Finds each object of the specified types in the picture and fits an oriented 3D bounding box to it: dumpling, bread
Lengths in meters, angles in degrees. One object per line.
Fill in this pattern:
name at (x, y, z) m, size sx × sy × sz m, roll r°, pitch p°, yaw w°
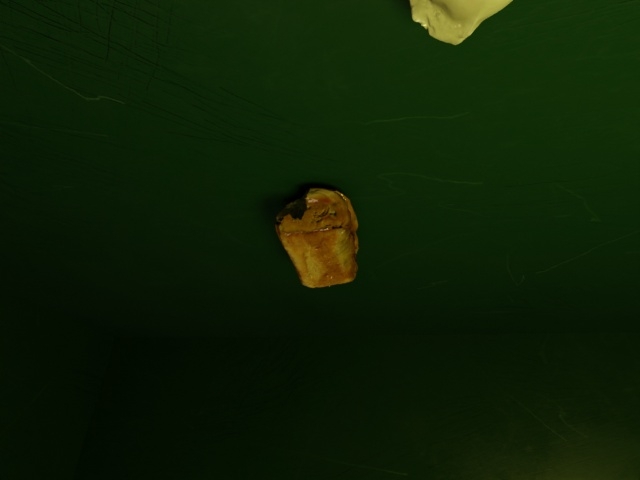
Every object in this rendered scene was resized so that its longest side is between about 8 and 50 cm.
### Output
dumpling at (0.185, -0.351, 0.553) m, size 0.155 × 0.181 × 0.111 m, roll 35°, pitch -170°, yaw 5°
bread at (0.003, -0.005, 1.175) m, size 0.195 × 0.149 × 0.344 m, roll -9°, pitch 150°, yaw 3°
